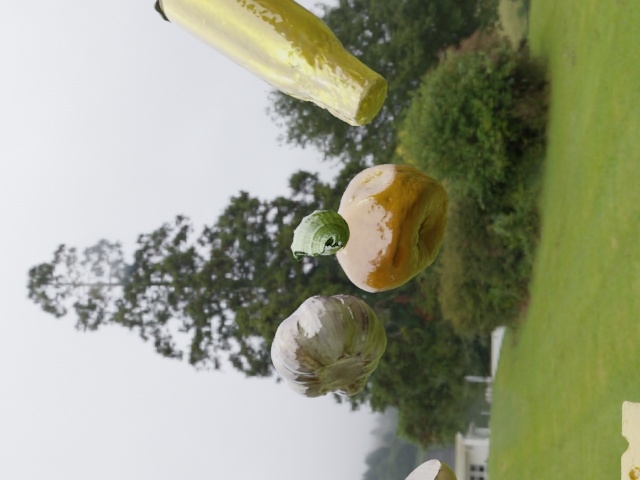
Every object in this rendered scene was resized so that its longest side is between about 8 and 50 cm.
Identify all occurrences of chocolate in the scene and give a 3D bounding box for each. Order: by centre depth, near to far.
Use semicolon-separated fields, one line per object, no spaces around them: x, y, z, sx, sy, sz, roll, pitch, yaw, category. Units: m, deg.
-0.081;-0.323;1.169;0.162;0.445;0.162;-40;-25;-23;chocolate

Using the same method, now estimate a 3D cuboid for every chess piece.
0.139;0.324;0.921;0.038;0.083;0.083;46;-158;-1;chess piece

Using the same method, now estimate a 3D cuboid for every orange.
0.114;-0.020;1.287;0.249;0.183;0.249;-38;-43;-46;orange

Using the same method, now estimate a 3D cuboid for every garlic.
0.007;0.128;0.885;0.159;0.147;0.102;28;-156;-45;garlic

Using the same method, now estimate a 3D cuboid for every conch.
0.000;0.000;0.982;0.074;0.089;0.121;48;-177;-13;conch

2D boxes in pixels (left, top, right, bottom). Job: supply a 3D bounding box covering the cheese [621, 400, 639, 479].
0.366;0.267;0.736;0.171;0.093;0.126;-63;15;-19;cheese
